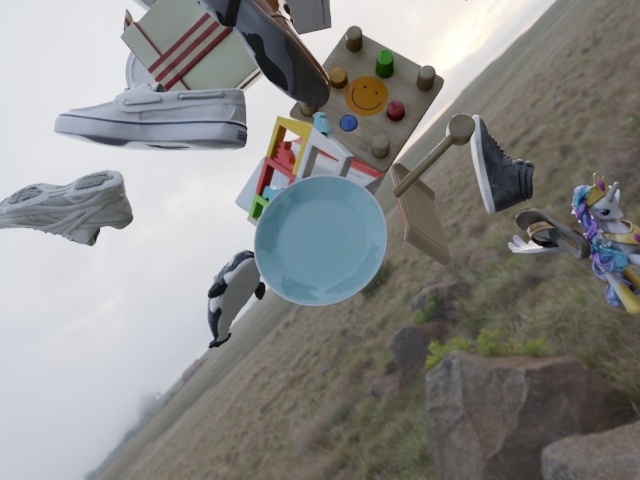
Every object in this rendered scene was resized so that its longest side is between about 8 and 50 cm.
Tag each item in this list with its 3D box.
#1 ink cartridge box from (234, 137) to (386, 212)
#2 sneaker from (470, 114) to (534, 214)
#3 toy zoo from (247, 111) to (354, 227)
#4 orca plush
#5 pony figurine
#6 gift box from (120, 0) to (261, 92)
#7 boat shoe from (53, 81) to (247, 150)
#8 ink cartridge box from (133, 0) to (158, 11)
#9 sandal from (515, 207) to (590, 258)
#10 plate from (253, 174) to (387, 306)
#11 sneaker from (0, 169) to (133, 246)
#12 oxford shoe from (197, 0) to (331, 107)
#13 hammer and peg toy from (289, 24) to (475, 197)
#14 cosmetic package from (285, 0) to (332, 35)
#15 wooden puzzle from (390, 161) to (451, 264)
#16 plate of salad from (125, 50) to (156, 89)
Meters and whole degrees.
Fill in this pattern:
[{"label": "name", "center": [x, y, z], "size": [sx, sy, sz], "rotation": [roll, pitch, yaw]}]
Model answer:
[{"label": "ink cartridge box", "center": [0.001, -0.183, 1.318], "size": [0.384, 0.308, 0.091], "rotation": [-59, -34, -2]}, {"label": "sneaker", "center": [0.518, -0.227, 1.487], "size": [0.147, 0.295, 0.104], "rotation": [-12, -13, 10]}, {"label": "toy zoo", "center": [-0.043, -0.122, 1.064], "size": [0.030, 0.192, 0.293], "rotation": [-15, -48, -50]}, {"label": "orca plush", "center": [-0.224, 0.127, 1.295], "size": [0.151, 0.102, 0.287], "rotation": [-12, -47, -29]}, {"label": "pony figurine", "center": [0.701, 0.002, 1.301], "size": [0.303, 0.363, 0.351], "rotation": [-39, 2, -8]}, {"label": "gift box", "center": [-0.246, -0.426, 1.116], "size": [0.258, 0.276, 0.255], "rotation": [-35, 8, 22]}, {"label": "boat shoe", "center": [-0.222, -0.167, 0.696], "size": [0.095, 0.258, 0.084], "rotation": [46, -133, -88]}, {"label": "ink cartridge box", "center": [-0.452, -0.656, 1.291], "size": [0.063, 0.150, 0.109], "rotation": [20, 81, 50]}, {"label": "sandal", "center": [0.548, -0.010, 1.265], "size": [0.060, 0.090, 0.219], "rotation": [-32, 39, -9]}, {"label": "plate", "center": [0.000, 0.000, 0.718], "size": [0.188, 0.188, 0.024], "rotation": [-46, -22, -3]}, {"label": "sneaker", "center": [-0.412, -0.033, 0.837], "size": [0.232, 0.115, 0.090], "rotation": [-8, 33, 7]}, {"label": "oxford shoe", "center": [-0.053, -0.251, 0.614], "size": [0.076, 0.212, 0.076], "rotation": [-47, 9, -33]}, {"label": "hammer and peg toy", "center": [0.142, -0.276, 1.133], "size": [0.265, 0.361, 0.127], "rotation": [-56, -9, -8]}, {"label": "cosmetic package", "center": [-0.128, -0.594, 1.339], "size": [0.225, 0.224, 0.138], "rotation": [-33, -53, -44]}, {"label": "wooden puzzle", "center": [0.264, -0.068, 1.407], "size": [0.044, 0.221, 0.238], "rotation": [-26, 53, 32]}, {"label": "plate of salad", "center": [-0.450, -0.462, 1.446], "size": [0.200, 0.200, 0.048], "rotation": [-46, -9, 18]}]
